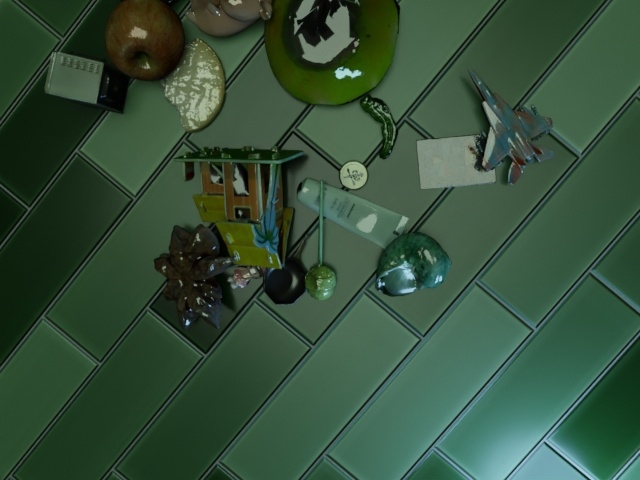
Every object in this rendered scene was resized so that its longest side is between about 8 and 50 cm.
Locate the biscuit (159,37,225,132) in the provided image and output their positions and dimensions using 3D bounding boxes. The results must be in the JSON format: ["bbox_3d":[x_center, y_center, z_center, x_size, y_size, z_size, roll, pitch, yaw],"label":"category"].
[{"bbox_3d":[-0.360,-0.434,1.907,0.188,0.040,0.265,2,94,1],"label":"biscuit"}]

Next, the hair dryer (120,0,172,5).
[{"bbox_3d":[-0.447,-0.821,1.870,0.304,0.120,0.359,-21,84,-4],"label":"hair dryer"}]

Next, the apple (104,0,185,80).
[{"bbox_3d":[-0.467,-0.536,1.812,0.211,0.211,0.187,-15,54,4],"label":"apple"}]

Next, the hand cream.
[{"bbox_3d":[0.082,-0.081,1.898,0.321,0.067,0.109,25,94,-3],"label":"hand cream"}]

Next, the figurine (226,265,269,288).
[{"bbox_3d":[-0.203,0.086,1.928,0.129,0.054,0.072,-31,77,12],"label":"figurine"}]

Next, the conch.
[{"bbox_3d":[0.263,0.066,1.859,0.203,0.134,0.196,14,135,-3],"label":"conch"}]

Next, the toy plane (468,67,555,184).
[{"bbox_3d":[0.486,-0.323,1.829,0.223,0.104,0.326,-34,88,2],"label":"toy plane"}]

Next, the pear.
[{"bbox_3d":[0.020,-0.564,1.797,0.399,0.165,0.398,0,91,6],"label":"pear"}]

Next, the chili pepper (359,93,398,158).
[{"bbox_3d":[0.169,-0.320,1.877,0.073,0.050,0.182,-22,95,-2],"label":"chili pepper"}]

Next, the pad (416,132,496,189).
[{"bbox_3d":[0.378,-0.220,1.893,0.212,0.003,0.142,-6,94,3],"label":"pad"}]

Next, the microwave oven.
[{"bbox_3d":[-0.623,-0.430,1.839,0.163,0.205,0.129,12,95,1],"label":"microwave oven"}]

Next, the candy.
[{"bbox_3d":[0.000,0.000,1.868,0.092,0.093,0.335,12,107,44],"label":"candy"}]

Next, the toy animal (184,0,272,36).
[{"bbox_3d":[-0.233,-0.633,1.818,0.250,0.154,0.166,-9,78,31],"label":"toy animal"}]

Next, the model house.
[{"bbox_3d":[-0.225,-0.070,1.775,0.301,0.340,0.323,3,106,17],"label":"model house"}]

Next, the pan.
[{"bbox_3d":[-0.079,0.088,1.917,0.202,0.048,0.128,-43,112,-16],"label":"pan"}]

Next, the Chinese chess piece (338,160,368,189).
[{"bbox_3d":[0.092,-0.182,1.897,0.084,0.034,0.084,0,94,2],"label":"Chinese chess piece"}]

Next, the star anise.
[{"bbox_3d":[-0.341,0.104,1.867,0.315,0.108,0.315,1,91,40],"label":"star anise"}]
